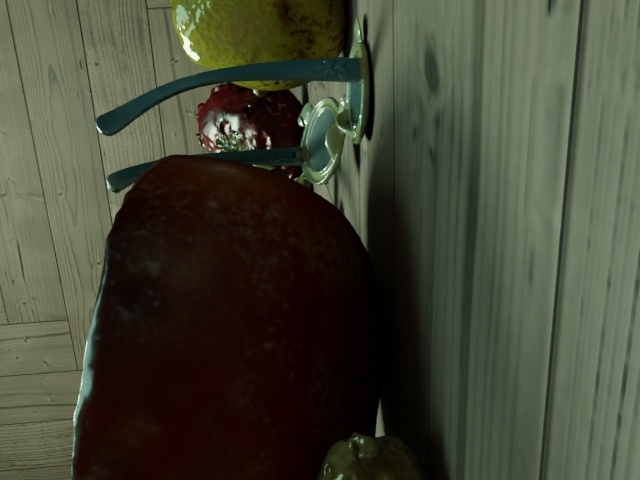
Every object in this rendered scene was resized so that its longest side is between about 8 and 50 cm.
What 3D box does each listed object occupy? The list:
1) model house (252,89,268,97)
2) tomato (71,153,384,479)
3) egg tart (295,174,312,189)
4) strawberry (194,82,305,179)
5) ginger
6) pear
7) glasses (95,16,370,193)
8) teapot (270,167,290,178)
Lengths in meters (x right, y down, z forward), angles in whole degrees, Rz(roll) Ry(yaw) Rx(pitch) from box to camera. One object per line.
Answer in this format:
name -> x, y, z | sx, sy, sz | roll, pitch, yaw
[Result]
model house -> -0.077, -0.349, 0.940 | 0.220, 0.199, 0.229 | 7, -134, -56
tomato -> -0.031, 0.097, 0.479 | 0.338, 0.144, 0.338 | 0, -90, -76
egg tart -> -0.051, -0.034, 1.374 | 0.197, 0.078, 0.197 | 174, 90, -85
strawberry -> -0.127, -0.235, 1.416 | 0.220, 0.274, 0.274 | -52, -21, -30
ginger -> 0.033, 0.193, 0.365 | 0.095, 0.069, 0.190 | -68, -26, -87
pear -> -0.061, -0.226, 0.638 | 0.178, 0.178, 0.177 | 176, 90, -86
glasses -> -0.061, -0.075, 0.549 | 0.088, 0.221, 0.189 | 63, 159, 5
teapot -> -0.088, 0.083, 0.836 | 0.312, 0.233, 0.314 | -58, -25, -50
